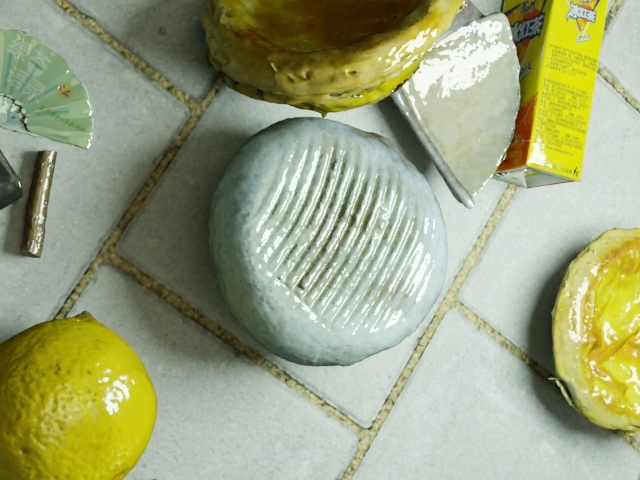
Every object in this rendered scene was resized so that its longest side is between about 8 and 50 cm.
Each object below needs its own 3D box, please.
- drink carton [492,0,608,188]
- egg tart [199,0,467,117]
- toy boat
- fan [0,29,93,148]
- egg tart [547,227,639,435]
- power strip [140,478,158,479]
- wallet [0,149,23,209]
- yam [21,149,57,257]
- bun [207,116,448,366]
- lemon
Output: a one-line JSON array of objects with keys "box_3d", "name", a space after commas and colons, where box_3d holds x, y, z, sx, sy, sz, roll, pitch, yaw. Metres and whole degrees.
[{"box_3d": [0.357, -0.269, 1.738, 0.111, 0.155, 0.351, 14, 82, -24], "name": "drink carton"}, {"box_3d": [0.020, -0.303, 1.517, 0.388, 0.388, 0.169, -44, 139, -20], "name": "egg tart"}, {"box_3d": [0.188, -0.243, 1.668, 0.293, 0.111, 0.276, 38, 82, -11], "name": "toy boat"}, {"box_3d": [-0.400, -0.210, 1.463, 0.240, 0.009, 0.131, 33, 72, -20], "name": "fan"}, {"box_3d": [0.491, 0.144, 1.796, 0.342, 0.132, 0.341, 2, 86, -25], "name": "egg tart"}, {"box_3d": [-0.227, 0.377, 1.499, 0.175, 0.042, 0.075, 45, 72, -17], "name": "power strip"}, {"box_3d": [-0.592, -0.045, 1.337, 0.406, 0.062, 0.228, -37, 102, -23], "name": "wallet"}, {"box_3d": [-0.375, -0.050, 1.453, 0.032, 0.032, 0.145, 11, 81, -24], "name": "yam"}, {"box_3d": [0.000, 0.000, 1.529, 0.362, 0.211, 0.361, 0, 91, -25], "name": "bun"}, {"box_3d": [-0.331, 0.221, 1.358, 0.253, 0.228, 0.228, -46, 106, -14], "name": "lemon"}]
